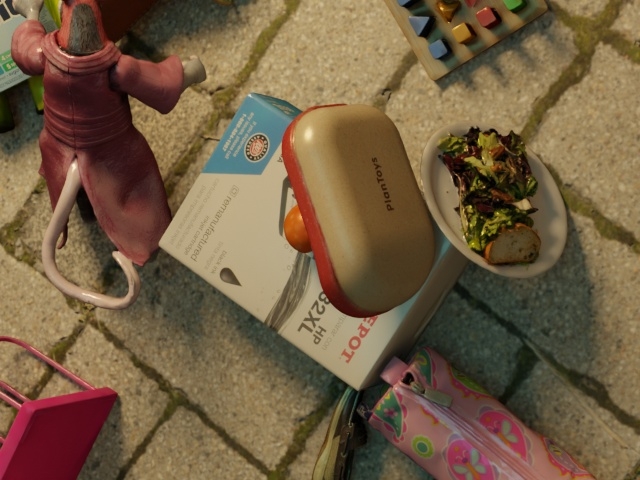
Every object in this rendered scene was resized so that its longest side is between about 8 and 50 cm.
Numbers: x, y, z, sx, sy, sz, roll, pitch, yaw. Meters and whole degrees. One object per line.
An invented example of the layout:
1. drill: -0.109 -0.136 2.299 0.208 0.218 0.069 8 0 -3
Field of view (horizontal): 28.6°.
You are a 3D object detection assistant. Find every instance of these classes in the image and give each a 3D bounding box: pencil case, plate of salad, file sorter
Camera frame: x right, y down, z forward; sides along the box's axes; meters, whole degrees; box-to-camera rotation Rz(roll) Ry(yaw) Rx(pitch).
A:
1. pencil case: 0.186 0.240 1.431 0.284 0.124 0.124 39 101 14
2. plate of salad: 0.201 -0.052 1.399 0.200 0.200 0.048 59 142 10
3. file sorter: -0.436 0.285 1.602 0.182 0.202 0.290 30 99 18

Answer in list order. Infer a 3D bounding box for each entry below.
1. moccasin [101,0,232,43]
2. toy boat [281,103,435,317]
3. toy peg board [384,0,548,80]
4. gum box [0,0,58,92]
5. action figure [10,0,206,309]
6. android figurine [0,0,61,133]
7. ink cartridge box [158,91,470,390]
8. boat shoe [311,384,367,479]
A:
1. moccasin: -0.155 -0.378 1.555 0.380 0.139 0.147 -41 68 5
2. toy boat: 0.019 -0.026 1.361 0.151 0.151 0.231 -26 79 45
3. toy peg board: 0.153 -0.295 1.457 0.161 0.079 0.161 -31 88 16
4. gum box: -0.431 -0.282 1.599 0.157 0.041 0.184 -22 106 18
5. action figure: -0.288 -0.147 1.476 0.248 0.275 0.370 12 135 11
6. android figurine: -0.428 -0.287 1.680 0.248 0.056 0.272 -20 84 18
7. ink cartridge box: 0.000 0.000 1.492 0.307 0.129 0.223 35 100 16
8. boat shoe: 0.034 0.237 1.522 0.049 0.056 0.152 21 106 13
